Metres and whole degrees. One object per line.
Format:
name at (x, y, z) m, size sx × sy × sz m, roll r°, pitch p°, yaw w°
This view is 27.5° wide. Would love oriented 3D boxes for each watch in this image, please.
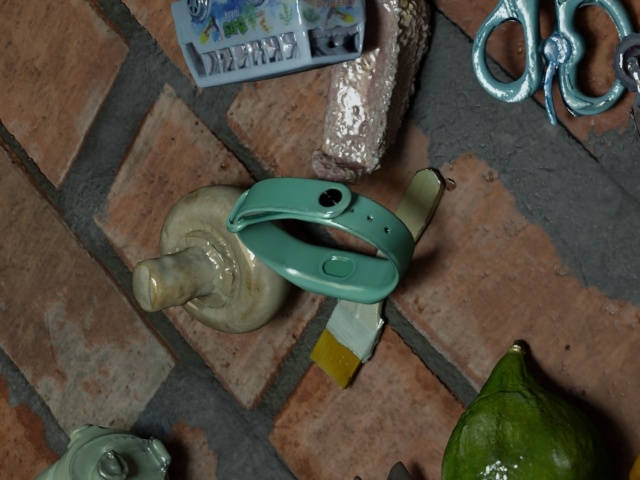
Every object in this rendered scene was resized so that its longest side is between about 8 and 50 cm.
watch at (0.000, 0.000, 1.598) m, size 0.237 × 0.068 × 0.195 m, roll 13°, pitch 152°, yaw 28°

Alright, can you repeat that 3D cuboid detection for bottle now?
bottle at (-0.338, 0.401, 1.967) m, size 0.229 × 0.229 × 0.351 m, roll 52°, pitch 133°, yaw 17°

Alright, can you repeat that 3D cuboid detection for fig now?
fig at (0.222, 0.235, 1.521) m, size 0.203 × 0.203 × 0.235 m, roll -43°, pitch 49°, yaw 37°

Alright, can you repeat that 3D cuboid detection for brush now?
brush at (0.077, 0.047, 1.679) m, size 0.085 × 0.020 × 0.336 m, roll 42°, pitch 123°, yaw 24°

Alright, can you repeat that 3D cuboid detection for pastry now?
pastry at (0.061, -0.189, 1.580) m, size 0.103 × 0.112 × 0.265 m, roll 27°, pitch 106°, yaw 33°

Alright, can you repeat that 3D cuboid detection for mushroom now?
mushroom at (-0.142, 0.019, 1.743) m, size 0.206 × 0.209 × 0.206 m, roll -18°, pitch 63°, yaw 39°

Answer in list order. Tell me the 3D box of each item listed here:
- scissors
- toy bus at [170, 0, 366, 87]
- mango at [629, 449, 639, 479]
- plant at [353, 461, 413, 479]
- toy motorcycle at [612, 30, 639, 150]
scissors at (0.247, -0.319, 1.409) m, size 0.180 × 0.032 × 0.392 m, roll 0°, pitch 103°, yaw 18°
toy bus at (-0.069, -0.266, 1.604) m, size 0.330 × 0.109 × 0.136 m, roll 1°, pitch 103°, yaw 59°
mango at (0.387, 0.249, 1.451) m, size 0.080 × 0.060 × 0.114 m, roll 46°, pitch 124°, yaw 2°
plant at (0.111, 0.443, 1.646) m, size 0.194 × 0.182 × 0.320 m, roll 11°, pitch 110°, yaw 43°
toy motorcycle at (0.383, -0.129, 1.347) m, size 0.118 × 0.084 × 0.212 m, roll -31°, pitch 80°, yaw 47°
